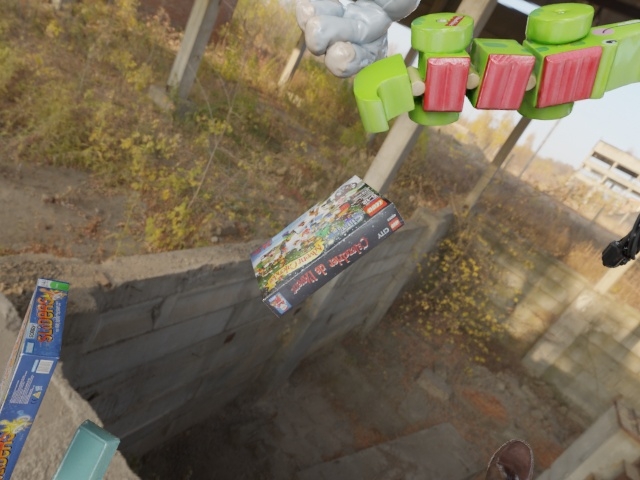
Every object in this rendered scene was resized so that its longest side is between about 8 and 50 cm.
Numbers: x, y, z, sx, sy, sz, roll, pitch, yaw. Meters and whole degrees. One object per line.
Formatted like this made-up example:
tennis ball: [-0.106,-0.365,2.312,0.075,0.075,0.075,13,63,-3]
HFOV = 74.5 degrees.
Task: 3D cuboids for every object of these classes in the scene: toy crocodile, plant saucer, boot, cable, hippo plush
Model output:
toy crocodile: [0.205,-0.186,0.472,0.339,0.115,0.105,-4,41,2]
plant saucer: [-0.324,0.333,0.527,0.067,0.192,0.018,15,-15,23]
boot: [0.375,0.499,0.843,0.090,0.248,0.207,31,-23,27]
cable: [0.533,-0.026,0.675,0.047,0.150,0.184,49,-5,30]
hippo plush: [0.112,-0.496,0.924,0.294,0.236,0.235,35,43,-13]

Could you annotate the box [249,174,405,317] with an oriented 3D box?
box: [0.000,0.000,0.671,0.044,0.233,0.159,52,1,-27]

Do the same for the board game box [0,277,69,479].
board game box: [-0.347,0.164,0.491,0.035,0.201,0.136,19,19,-34]
